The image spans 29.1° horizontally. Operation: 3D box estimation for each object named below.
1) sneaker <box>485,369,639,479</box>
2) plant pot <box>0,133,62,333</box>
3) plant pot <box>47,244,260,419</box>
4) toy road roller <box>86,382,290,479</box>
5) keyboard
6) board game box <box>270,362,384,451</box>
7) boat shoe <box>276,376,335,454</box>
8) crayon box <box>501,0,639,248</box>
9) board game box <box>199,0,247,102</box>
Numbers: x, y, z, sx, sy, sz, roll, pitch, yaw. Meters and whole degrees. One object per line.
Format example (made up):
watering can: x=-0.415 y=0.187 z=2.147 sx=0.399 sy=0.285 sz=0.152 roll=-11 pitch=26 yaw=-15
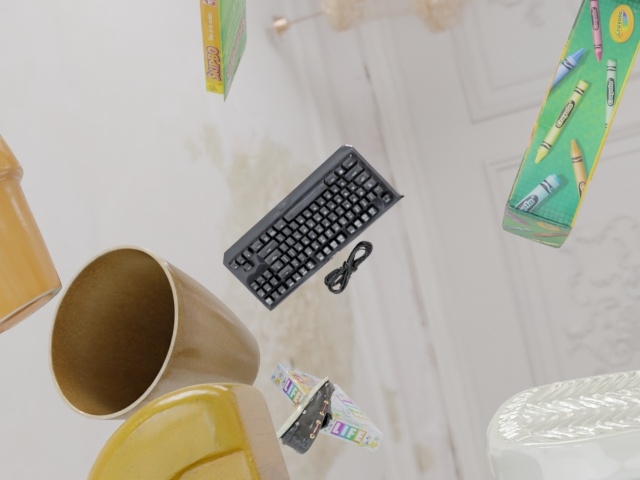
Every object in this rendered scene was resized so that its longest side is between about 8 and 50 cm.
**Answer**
sneaker: x=0.287 y=0.154 z=0.778 sx=0.131 sy=0.350 sz=0.148 roll=-59 pitch=-41 yaw=-68
plant pot: x=-0.388 y=0.010 z=1.350 sx=0.188 sy=0.205 sz=0.205 roll=55 pitch=-158 yaw=1
plant pot: x=-0.206 y=0.152 z=1.728 sx=0.254 sy=0.237 sz=0.237 roll=24 pitch=-126 yaw=-50
toy road roller: x=-0.104 y=0.225 z=0.750 sx=0.202 sy=0.329 sz=0.240 roll=50 pitch=-157 yaw=-79
keyboard: x=0.000 y=0.000 z=1.192 sx=0.108 sy=0.180 sz=0.023 roll=44 pitch=-157 yaw=-13
board game box: x=0.007 y=0.219 z=1.624 sx=0.103 sy=0.026 sz=0.154 roll=24 pitch=-172 yaw=-30
boat shoe: x=-0.010 y=0.194 z=1.369 sx=0.042 sy=0.049 sz=0.133 roll=40 pitch=-154 yaw=1
crayon box: x=0.298 y=-0.140 z=1.440 sx=0.165 sy=0.081 sz=0.278 roll=53 pitch=-122 yaw=-79
board game box: x=-0.132 y=-0.318 z=1.695 sx=0.259 sy=0.039 sz=0.124 roll=89 pitch=-165 yaw=-54
